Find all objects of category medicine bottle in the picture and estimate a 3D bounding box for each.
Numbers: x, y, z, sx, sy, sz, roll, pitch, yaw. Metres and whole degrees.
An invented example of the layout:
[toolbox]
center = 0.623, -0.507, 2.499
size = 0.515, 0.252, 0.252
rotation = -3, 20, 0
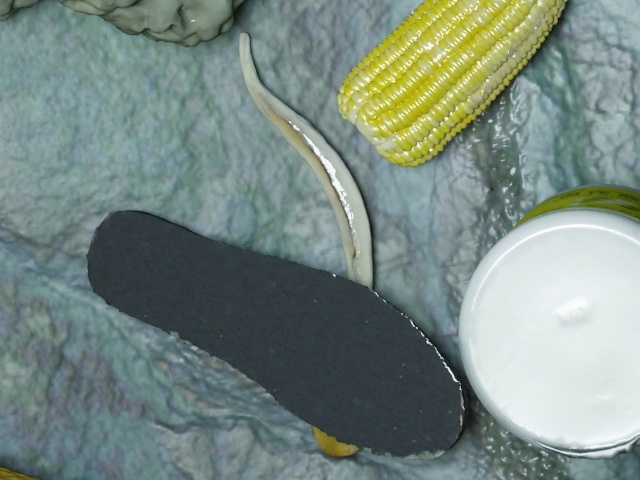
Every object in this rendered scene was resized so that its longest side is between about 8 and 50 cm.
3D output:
[medicine bottle]
center = 0.171, 0.039, 1.127
size = 0.143, 0.258, 0.143
rotation = 1, 96, 12

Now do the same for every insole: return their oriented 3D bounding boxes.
[insole]
center = -0.035, 0.061, 1.271
size = 0.309, 0.012, 0.110
rotation = 22, 104, 21

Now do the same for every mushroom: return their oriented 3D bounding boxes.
[mushroom]
center = 0.000, 0.000, 1.276
size = 0.068, 0.043, 0.306
rotation = -10, 93, -6

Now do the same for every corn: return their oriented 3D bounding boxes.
[corn]
center = 0.088, -0.126, 1.226
size = 0.165, 0.063, 0.085
rotation = -47, 62, 12

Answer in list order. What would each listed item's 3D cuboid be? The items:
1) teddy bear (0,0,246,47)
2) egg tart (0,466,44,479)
[teddy bear]
center = -0.236, -0.304, 1.211
size = 0.367, 0.224, 0.357
rotation = 18, 128, 35
[egg tart]
center = -0.269, 0.236, 1.288
size = 0.147, 0.202, 0.203
rotation = 26, 102, 17
